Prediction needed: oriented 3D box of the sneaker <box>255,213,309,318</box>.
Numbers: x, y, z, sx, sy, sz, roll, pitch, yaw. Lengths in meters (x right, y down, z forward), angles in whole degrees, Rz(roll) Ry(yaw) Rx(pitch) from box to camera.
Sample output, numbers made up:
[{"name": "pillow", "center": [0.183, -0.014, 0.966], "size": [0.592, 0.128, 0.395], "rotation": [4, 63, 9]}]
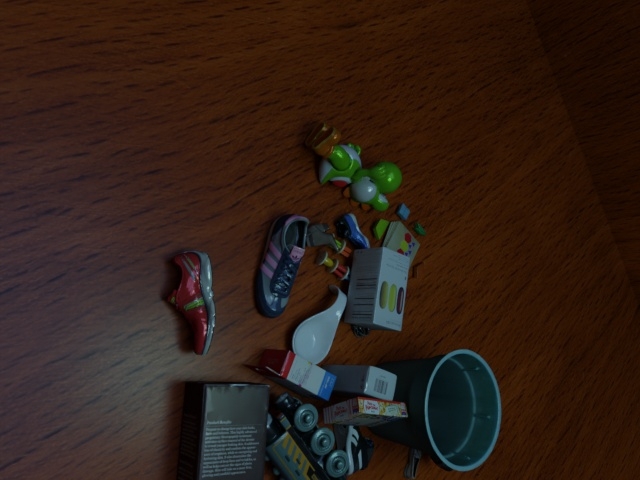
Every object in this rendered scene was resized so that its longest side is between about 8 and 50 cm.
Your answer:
[{"name": "sneaker", "center": [-0.107, 0.069, 1.585], "size": [0.112, 0.131, 0.319], "rotation": [17, 71, -34]}]

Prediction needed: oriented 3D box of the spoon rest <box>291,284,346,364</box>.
[{"name": "spoon rest", "center": [0.004, 0.255, 1.665], "size": [0.137, 0.084, 0.276], "rotation": [44, 58, -22]}]

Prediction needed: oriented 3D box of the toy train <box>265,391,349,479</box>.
[{"name": "toy train", "center": [-0.057, 0.598, 1.527], "size": [0.190, 0.142, 0.334], "rotation": [-38, 104, -26]}]

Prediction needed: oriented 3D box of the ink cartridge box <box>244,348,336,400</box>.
[{"name": "ink cartridge box", "center": [-0.086, 0.375, 1.541], "size": [0.231, 0.134, 0.078], "rotation": [36, 63, -27]}]

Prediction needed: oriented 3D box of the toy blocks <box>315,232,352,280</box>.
[{"name": "toy blocks", "center": [0.067, 0.062, 1.766], "size": [0.148, 0.054, 0.123], "rotation": [35, 63, -27]}]

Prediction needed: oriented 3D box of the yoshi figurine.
[{"name": "yoshi figurine", "center": [0.135, -0.255, 1.796], "size": [0.362, 0.203, 0.203], "rotation": [41, 53, -27]}]

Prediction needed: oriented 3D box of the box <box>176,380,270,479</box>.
[{"name": "box", "center": [-0.254, 0.558, 1.380], "size": [0.191, 0.143, 0.381], "rotation": [12, 76, -34]}]

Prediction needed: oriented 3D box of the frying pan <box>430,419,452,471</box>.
[{"name": "frying pan", "center": [0.403, 0.615, 1.836], "size": [0.053, 0.197, 0.326], "rotation": [-1, 81, -17]}]

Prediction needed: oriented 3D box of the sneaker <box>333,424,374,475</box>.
[{"name": "sneaker", "center": [0.110, 0.609, 1.687], "size": [0.121, 0.079, 0.216], "rotation": [-1, 90, -40]}]

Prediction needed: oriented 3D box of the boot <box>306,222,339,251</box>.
[{"name": "boot", "center": [0.000, 0.000, 1.706], "size": [0.087, 0.042, 0.118], "rotation": [-25, 65, -1]}]

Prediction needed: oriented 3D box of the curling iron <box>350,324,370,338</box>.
[{"name": "curling iron", "center": [0.150, 0.192, 1.816], "size": [0.068, 0.035, 0.274], "rotation": [20, 70, -32]}]

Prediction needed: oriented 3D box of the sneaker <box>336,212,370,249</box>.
[{"name": "sneaker", "center": [0.103, -0.011, 1.803], "size": [0.085, 0.058, 0.152], "rotation": [-28, 94, -43]}]

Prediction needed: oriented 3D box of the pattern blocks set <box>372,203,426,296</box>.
[{"name": "pattern blocks set", "center": [0.282, 0.037, 1.945], "size": [0.285, 0.026, 0.325], "rotation": [53, 53, -20]}]

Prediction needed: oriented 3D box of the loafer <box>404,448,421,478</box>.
[{"name": "loafer", "center": [0.323, 0.751, 1.837], "size": [0.045, 0.039, 0.125], "rotation": [36, 62, -25]}]

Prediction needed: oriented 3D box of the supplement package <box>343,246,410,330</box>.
[{"name": "supplement package", "center": [0.183, 0.159, 1.732], "size": [0.139, 0.134, 0.244], "rotation": [20, 72, -38]}]

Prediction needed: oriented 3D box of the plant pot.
[{"name": "plant pot", "center": [0.324, 0.513, 1.698], "size": [0.341, 0.334, 0.341], "rotation": [7, 78, -36]}]

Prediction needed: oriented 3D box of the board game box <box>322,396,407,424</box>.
[{"name": "board game box", "center": [0.127, 0.489, 1.524], "size": [0.193, 0.147, 0.045], "rotation": [19, 52, -38]}]

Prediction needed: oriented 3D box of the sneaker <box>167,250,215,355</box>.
[{"name": "sneaker", "center": [-0.345, 0.167, 1.428], "size": [0.118, 0.107, 0.279], "rotation": [-4, 80, -19]}]

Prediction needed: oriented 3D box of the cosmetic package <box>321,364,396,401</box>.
[{"name": "cosmetic package", "center": [0.105, 0.426, 1.614], "size": [0.117, 0.231, 0.085], "rotation": [28, 66, -31]}]
